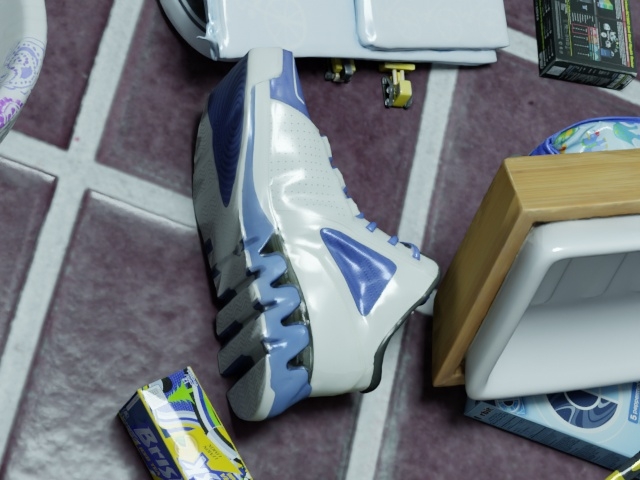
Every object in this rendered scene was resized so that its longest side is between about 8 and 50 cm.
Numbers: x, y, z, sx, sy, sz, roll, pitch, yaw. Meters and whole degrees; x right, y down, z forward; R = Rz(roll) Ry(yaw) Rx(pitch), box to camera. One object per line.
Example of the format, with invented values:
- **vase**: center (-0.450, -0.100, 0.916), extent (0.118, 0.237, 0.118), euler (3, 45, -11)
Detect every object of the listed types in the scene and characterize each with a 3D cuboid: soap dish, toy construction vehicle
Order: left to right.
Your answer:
- **toy construction vehicle**: center (0.048, -0.177, 1.797), extent (0.086, 0.035, 0.098), euler (6, 64, -21)
- **soap dish**: center (0.249, 0.021, 1.639), extent (0.291, 0.229, 0.118), euler (-5, 51, -24)

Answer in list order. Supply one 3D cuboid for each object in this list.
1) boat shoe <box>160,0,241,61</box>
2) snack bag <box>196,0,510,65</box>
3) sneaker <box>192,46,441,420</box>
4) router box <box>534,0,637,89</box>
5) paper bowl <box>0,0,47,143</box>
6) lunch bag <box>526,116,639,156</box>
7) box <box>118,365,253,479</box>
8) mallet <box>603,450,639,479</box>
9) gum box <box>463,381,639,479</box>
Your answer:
- **boat shoe**: center (-0.093, -0.314, 1.762), extent (0.108, 0.102, 0.301), euler (5, 64, -21)
- **snack bag**: center (0.022, -0.323, 1.763), extent (0.342, 0.037, 0.323), euler (-3, 84, -36)
- **sneaker**: center (0.000, 0.001, 1.652), extent (0.182, 0.127, 0.315), euler (2, 73, -26)
- **router box**: center (0.262, -0.216, 1.906), extent (0.092, 0.038, 0.122), euler (8, 64, -19)
- **paper bowl**: center (-0.373, -0.160, 1.543), extent (0.284, 0.148, 0.284), euler (10, 62, -19)
- **lunch bag**: center (0.246, -0.054, 1.769), extent (0.151, 0.129, 0.096), euler (7, 63, -21)
- **box**: center (-0.096, 0.192, 1.546), extent (0.054, 0.059, 0.169), euler (-22, 76, -31)
- **mallet**: center (0.251, 0.203, 1.673), extent (0.189, 0.039, 0.062), euler (-42, 88, -14)
- **gum box**: center (0.231, 0.114, 1.734), extent (0.184, 0.041, 0.157), euler (21, 60, -13)
